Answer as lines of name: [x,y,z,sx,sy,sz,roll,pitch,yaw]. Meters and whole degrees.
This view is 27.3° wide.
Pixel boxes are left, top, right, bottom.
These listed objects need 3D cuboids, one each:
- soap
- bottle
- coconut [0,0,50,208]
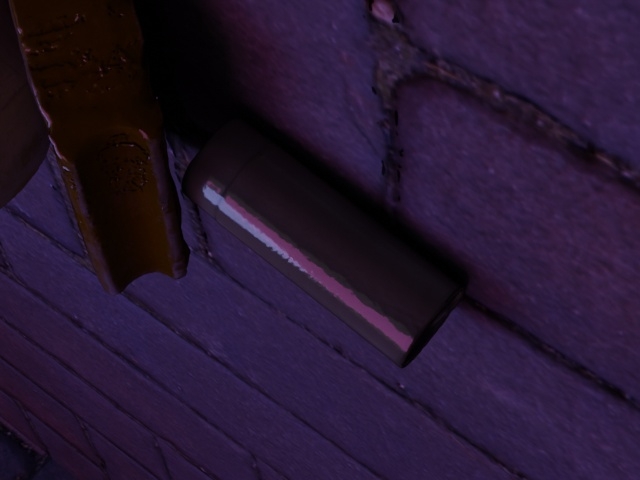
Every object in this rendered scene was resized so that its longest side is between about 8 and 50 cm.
soap: [-0.153,-0.094,0.918,0.257,0.080,0.160,87,165,-58]
bottle: [0.000,0.000,0.918,0.201,0.072,0.072,38,156,13]
coconut: [-0.325,-0.122,1.062,0.241,0.241,0.241,35,155,19]
